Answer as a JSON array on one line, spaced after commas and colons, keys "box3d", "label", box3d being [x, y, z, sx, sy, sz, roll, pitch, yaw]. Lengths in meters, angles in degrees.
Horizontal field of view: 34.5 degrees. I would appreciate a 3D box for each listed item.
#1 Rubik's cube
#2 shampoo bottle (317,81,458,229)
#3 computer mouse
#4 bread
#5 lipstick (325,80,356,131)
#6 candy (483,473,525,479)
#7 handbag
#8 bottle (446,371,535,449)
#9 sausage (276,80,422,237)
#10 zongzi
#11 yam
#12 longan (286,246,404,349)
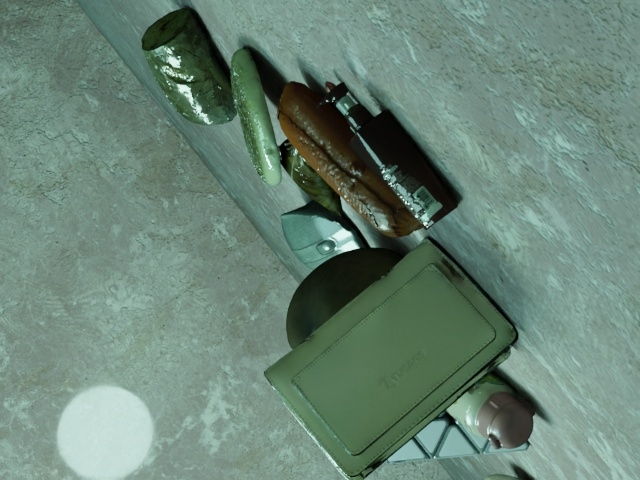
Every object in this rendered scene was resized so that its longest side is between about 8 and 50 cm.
[{"box3d": [0.282, 0.359, 2.241, 0.228, 0.233, 0.229, 13, -118, -36], "label": "Rubik's cube"}, {"box3d": [0.093, -0.120, 1.426, 0.236, 0.068, 0.067, 51, 174, 4], "label": "shampoo bottle"}, {"box3d": [-0.001, 0.003, 2.339, 0.203, 0.114, 0.374, 53, 171, -7], "label": "computer mouse"}, {"box3d": [-0.125, -0.228, 1.920, 0.267, 0.040, 0.267, 165, 90, -82], "label": "bread"}, {"box3d": [0.050, -0.185, 1.510, 0.129, 0.030, 0.030, 50, 172, 8], "label": "lipstick"}, {"box3d": [0.481, 0.689, 2.486, 0.295, 0.185, 0.295, 44, 172, 8], "label": "candy"}, {"box3d": [0.113, 0.195, 1.684, 0.237, 0.358, 0.160, 50, 173, 14], "label": "handbag"}, {"box3d": [0.310, 0.309, 1.970, 0.120, 0.120, 0.253, 56, 169, -32], "label": "bottle"}, {"box3d": [0.040, -0.127, 1.612, 0.330, 0.102, 0.102, 48, 171, 26], "label": "sausage"}, {"box3d": [0.002, -0.117, 1.875, 0.184, 0.084, 0.187, 53, 173, -6], "label": "zongzi"}, {"box3d": [-0.277, -0.360, 2.163, 0.154, 0.154, 0.254, 44, 171, 43], "label": "yam"}, {"box3d": [0.085, 0.148, 1.979, 0.288, 0.288, 0.350, 53, 163, -13], "label": "longan"}]
